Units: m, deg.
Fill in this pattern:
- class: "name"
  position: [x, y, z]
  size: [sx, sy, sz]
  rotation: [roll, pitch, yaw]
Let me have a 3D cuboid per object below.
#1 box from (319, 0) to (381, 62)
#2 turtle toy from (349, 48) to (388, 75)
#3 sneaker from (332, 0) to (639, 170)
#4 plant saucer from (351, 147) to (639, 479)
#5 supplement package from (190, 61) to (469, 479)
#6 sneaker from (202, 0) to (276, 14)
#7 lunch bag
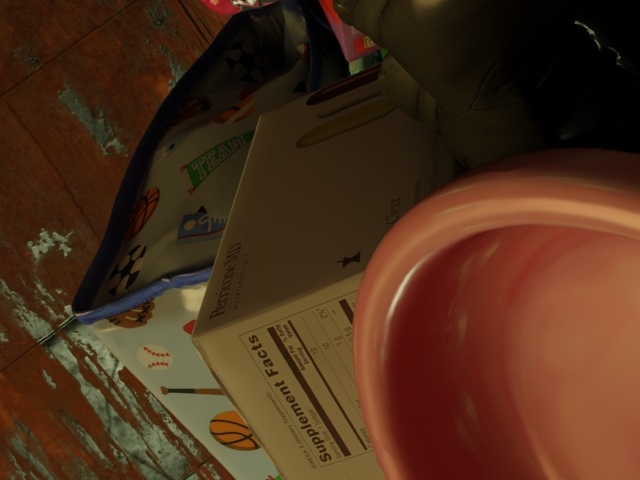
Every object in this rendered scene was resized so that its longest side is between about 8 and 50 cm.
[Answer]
- class: "box"
  position: [-0.016, -0.219, 0.549]
  size: [0.293, 0.057, 0.201]
  rotation: [67, 179, -76]
- class: "turtle toy"
  position: [0.063, -0.095, 0.902]
  size: [0.130, 0.066, 0.095]
  rotation: [54, 177, 9]
- class: "sneaker"
  position: [0.090, -0.077, 0.546]
  size: [0.130, 0.109, 0.286]
  rotation: [47, -175, 11]
- class: "plant saucer"
  position: [0.158, 0.102, 0.512]
  size: [0.332, 0.084, 0.332]
  rotation: [34, 144, 29]
- class: "supplement package"
  position: [0.054, 0.035, 0.763]
  size: [0.204, 0.145, 0.262]
  rotation: [59, -161, -24]
- class: "sneaker"
  position: [-0.084, -0.272, 0.794]
  size: [0.299, 0.112, 0.121]
  rotation: [57, 176, -30]
- class: "lunch bag"
  position: [0.000, 0.000, 1.163]
  size: [0.328, 0.239, 0.385]
  rotation: [55, -151, -33]
